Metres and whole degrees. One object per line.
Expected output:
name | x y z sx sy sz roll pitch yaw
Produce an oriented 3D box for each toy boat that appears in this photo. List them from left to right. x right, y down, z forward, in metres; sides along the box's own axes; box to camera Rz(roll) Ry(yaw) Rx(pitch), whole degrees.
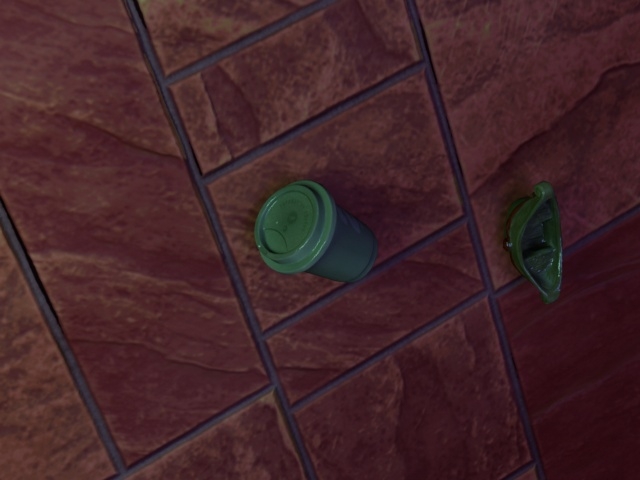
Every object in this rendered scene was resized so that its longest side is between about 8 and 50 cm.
toy boat | 0.295 -0.003 2.015 0.089 0.071 0.185 -21 120 -23

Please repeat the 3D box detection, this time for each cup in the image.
cup | 0.000 0.000 1.820 0.141 0.120 0.120 30 93 -45
